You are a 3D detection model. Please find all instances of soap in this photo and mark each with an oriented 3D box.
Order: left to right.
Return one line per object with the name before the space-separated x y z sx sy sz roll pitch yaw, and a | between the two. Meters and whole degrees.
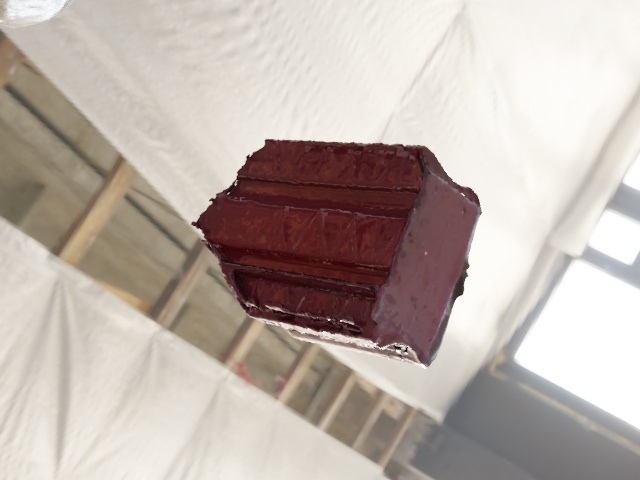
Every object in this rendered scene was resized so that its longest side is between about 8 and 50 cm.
soap | 0.000 0.000 0.913 0.099 0.250 0.162 28 -103 -44

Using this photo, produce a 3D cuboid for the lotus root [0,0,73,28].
lotus root | -0.322 -0.362 1.119 0.250 0.250 0.346 -48 4 -29
